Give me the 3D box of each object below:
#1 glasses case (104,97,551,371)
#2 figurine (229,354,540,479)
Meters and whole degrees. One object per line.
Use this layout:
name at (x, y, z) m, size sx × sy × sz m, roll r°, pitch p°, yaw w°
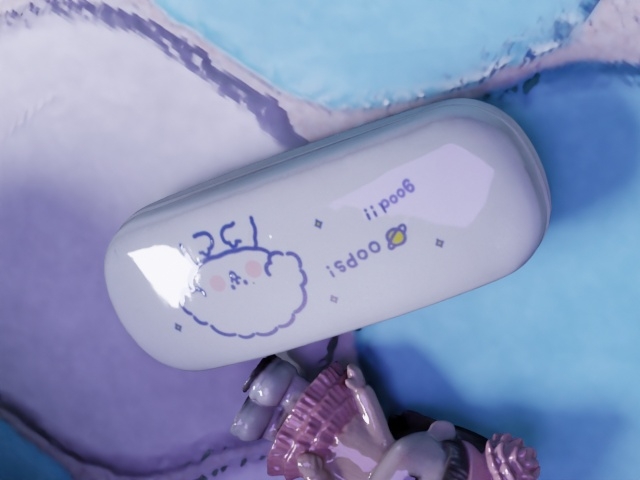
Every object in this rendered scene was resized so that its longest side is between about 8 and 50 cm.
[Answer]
glasses case at (0.000, 0.000, 0.808) m, size 0.197 × 0.049 × 0.076 m, roll -18°, pitch 108°, yaw 24°
figurine at (0.027, 0.088, 0.843) m, size 0.129 × 0.054 × 0.072 m, roll 30°, pitch 105°, yaw 11°
